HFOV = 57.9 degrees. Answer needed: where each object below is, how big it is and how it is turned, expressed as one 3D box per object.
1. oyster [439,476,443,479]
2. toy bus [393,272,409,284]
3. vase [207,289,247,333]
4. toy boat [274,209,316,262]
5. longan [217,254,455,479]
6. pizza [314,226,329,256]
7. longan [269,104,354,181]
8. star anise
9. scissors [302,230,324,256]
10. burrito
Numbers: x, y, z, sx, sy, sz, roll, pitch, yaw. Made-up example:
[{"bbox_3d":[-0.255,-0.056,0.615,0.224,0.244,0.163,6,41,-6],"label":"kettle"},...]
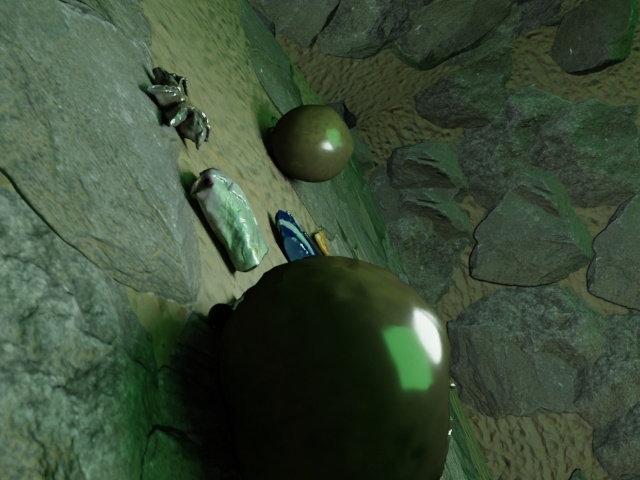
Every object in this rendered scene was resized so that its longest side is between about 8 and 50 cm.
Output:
[{"bbox_3d":[0.370,0.771,1.878,0.177,0.056,0.105,-99,166,-63],"label":"oyster"},{"bbox_3d":[0.223,0.212,2.052,0.126,0.210,0.136,-92,162,-62],"label":"toy bus"},{"bbox_3d":[-0.156,0.133,1.103,0.059,0.059,0.167,64,14,2],"label":"vase"},{"bbox_3d":[-0.064,-0.020,1.719,0.220,0.067,0.291,58,12,-18],"label":"toy boat"},{"bbox_3d":[0.038,0.238,0.942,0.404,0.404,0.435,34,32,-64],"label":"longan"},{"bbox_3d":[0.002,0.013,1.976,0.100,0.029,0.099,-54,124,-72],"label":"pizza"},{"bbox_3d":[-0.032,-0.335,2.005,0.288,0.289,0.350,58,4,-21],"label":"longan"},{"bbox_3d":[-0.316,-0.301,1.305,0.207,0.063,0.172,62,15,-4],"label":"star anise"},{"bbox_3d":[0.000,0.048,1.916,0.220,0.017,0.088,54,20,-33],"label":"scissors"},{"bbox_3d":[-0.193,-0.051,1.253,0.228,0.089,0.144,62,11,-14],"label":"burrito"}]
